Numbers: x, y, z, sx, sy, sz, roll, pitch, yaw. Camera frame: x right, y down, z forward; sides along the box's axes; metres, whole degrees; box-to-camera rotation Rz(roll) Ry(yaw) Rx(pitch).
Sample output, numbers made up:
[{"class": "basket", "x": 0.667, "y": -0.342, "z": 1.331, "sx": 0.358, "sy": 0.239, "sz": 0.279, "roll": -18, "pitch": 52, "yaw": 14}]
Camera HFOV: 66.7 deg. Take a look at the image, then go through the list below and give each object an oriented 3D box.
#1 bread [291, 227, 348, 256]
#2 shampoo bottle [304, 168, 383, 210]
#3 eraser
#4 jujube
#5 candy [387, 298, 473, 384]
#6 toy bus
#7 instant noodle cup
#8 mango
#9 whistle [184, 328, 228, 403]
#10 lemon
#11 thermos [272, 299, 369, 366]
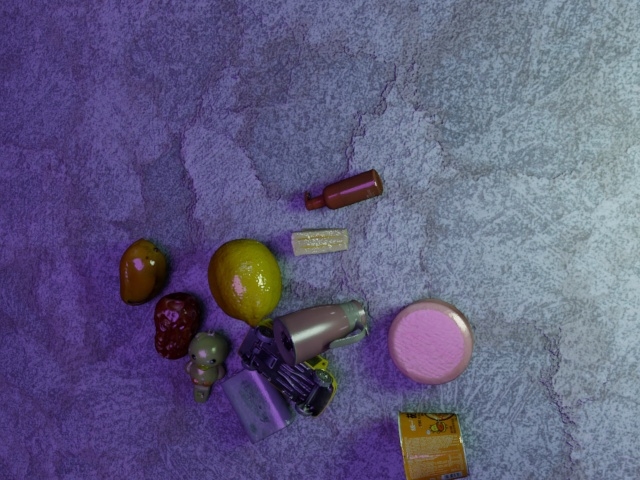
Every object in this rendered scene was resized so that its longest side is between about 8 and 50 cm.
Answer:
[{"class": "bread", "x": 0.000, "y": 0.003, "z": 1.495, "sx": 0.152, "sy": 0.105, "sz": 0.077, "roll": -2, "pitch": 99, "yaw": 20}, {"class": "shampoo bottle", "x": 0.065, "y": -0.143, "z": 1.477, "sx": 0.244, "sy": 0.085, "sz": 0.085, "roll": -15, "pitch": 88, "yaw": 21}, {"class": "eraser", "x": -0.209, "y": 0.530, "z": 1.609, "sx": 0.174, "sy": 0.081, "sz": 0.227, "roll": -33, "pitch": 82, "yaw": 17}, {"class": "jujube", "x": -0.494, "y": 0.291, "z": 1.663, "sx": 0.155, "sy": 0.155, "sz": 0.230, "roll": 20, "pitch": 109, "yaw": 17}, {"class": "candy", "x": 0.313, "y": 0.297, "z": 1.408, "sx": 0.255, "sy": 0.094, "sz": 0.255, "roll": 1, "pitch": 93, "yaw": 18}, {"class": "toy bus", "x": -0.091, "y": 0.391, "z": 1.524, "sx": 0.330, "sy": 0.152, "sz": 0.144, "roll": 34, "pitch": 109, "yaw": 17}, {"class": "instant noodle cup", "x": 0.316, "y": 0.582, "z": 1.372, "sx": 0.172, "sy": 0.216, "sz": 0.215, "roll": -10, "pitch": 90, "yaw": 10}, {"class": "mango", "x": -0.628, "y": 0.121, "z": 1.704, "sx": 0.166, "sy": 0.136, "sz": 0.236, "roll": 33, "pitch": 108, "yaw": 12}, {"class": "whistle", "x": -0.389, "y": 0.432, "z": 1.638, "sx": 0.141, "sy": 0.141, "sz": 0.294, "roll": 15, "pitch": 99, "yaw": 18}, {"class": "lemon", "x": -0.233, "y": 0.120, "z": 1.516, "sx": 0.236, "sy": 0.236, "sz": 0.263, "roll": -43, "pitch": 86, "yaw": 16}, {"class": "thermos", "x": 0.015, "y": 0.261, "z": 1.424, "sx": 0.176, "sy": 0.265, "sz": 0.145, "roll": 39, "pitch": 138, "yaw": 52}]
